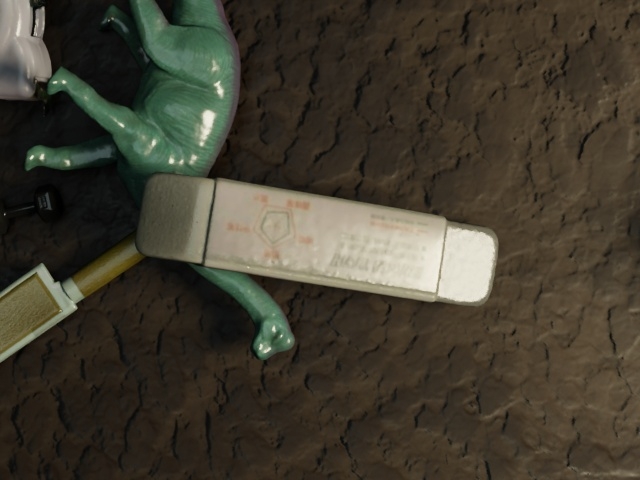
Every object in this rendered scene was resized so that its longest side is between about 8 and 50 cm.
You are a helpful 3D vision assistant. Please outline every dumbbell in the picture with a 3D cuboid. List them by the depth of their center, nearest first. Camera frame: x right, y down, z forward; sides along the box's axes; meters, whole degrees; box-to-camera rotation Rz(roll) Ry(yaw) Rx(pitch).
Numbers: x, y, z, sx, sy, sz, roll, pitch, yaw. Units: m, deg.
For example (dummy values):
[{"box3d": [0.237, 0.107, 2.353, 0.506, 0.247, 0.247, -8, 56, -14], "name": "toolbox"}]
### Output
[{"box3d": [-0.308, -0.031, 1.645, 0.083, 0.040, 0.036, -13, 117, 7], "name": "dumbbell"}]

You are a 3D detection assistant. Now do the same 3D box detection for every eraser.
[{"box3d": [0.000, 0.000, 1.551, 0.351, 0.061, 0.089, 10, 86, -15], "name": "eraser"}]

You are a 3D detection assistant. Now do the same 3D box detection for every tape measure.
[{"box3d": [-0.361, -0.229, 1.630, 0.196, 0.105, 0.178, 10, 96, 9], "name": "tape measure"}]

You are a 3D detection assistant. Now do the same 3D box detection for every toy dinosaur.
[{"box3d": [-0.097, -0.116, 1.600, 0.330, 0.129, 0.383, 28, 83, -4], "name": "toy dinosaur"}]

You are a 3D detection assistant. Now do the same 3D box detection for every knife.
[{"box3d": [-0.279, 0.055, 1.642, 0.343, 0.027, 0.061, -36, 85, 2], "name": "knife"}]
